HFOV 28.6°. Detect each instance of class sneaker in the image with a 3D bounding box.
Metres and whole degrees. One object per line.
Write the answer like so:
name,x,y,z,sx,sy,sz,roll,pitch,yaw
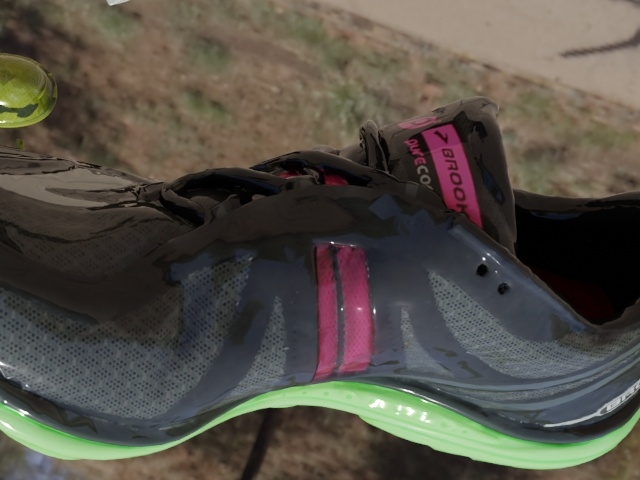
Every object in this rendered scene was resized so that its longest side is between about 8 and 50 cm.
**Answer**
sneaker,0.000,0.000,0.658,0.482,0.202,0.185,6,-140,-30

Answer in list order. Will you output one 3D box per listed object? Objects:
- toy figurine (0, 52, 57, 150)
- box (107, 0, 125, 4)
toy figurine,-0.473,-0.192,1.382,0.362,0.191,0.217,7,154,-12
box,-0.220,-0.377,1.212,0.113,0.094,0.275,-109,-4,-64
